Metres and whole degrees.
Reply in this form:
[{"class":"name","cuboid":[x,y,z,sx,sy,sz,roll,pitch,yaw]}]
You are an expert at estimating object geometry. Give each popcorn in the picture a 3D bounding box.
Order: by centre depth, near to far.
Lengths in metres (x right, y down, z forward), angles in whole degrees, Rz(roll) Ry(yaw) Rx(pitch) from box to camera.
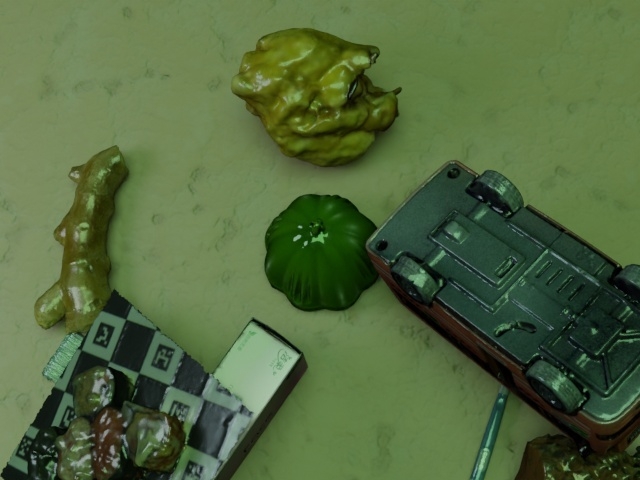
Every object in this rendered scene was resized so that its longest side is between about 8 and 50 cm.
[{"class":"popcorn","cuboid":[-0.006,-0.208,1.663,0.254,0.191,0.190,9,89,-4]}]

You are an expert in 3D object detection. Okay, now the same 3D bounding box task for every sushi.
[{"class":"sushi","cuboid":[-0.293,0.265,1.489,0.339,0.069,0.320,35,92,39]}]

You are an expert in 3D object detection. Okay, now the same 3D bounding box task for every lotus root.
[{"class":"lotus root","cuboid":[0.000,0.000,1.611,0.186,0.186,0.186,-1,74,2]}]

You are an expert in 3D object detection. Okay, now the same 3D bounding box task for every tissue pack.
[{"class":"tissue pack","cuboid":[-0.122,0.240,1.561,0.092,0.148,0.246,33,80,10]}]

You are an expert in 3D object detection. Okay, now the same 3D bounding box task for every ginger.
[{"class":"ginger","cuboid":[-0.342,-0.003,1.680,0.118,0.065,0.298,10,72,-1]}]

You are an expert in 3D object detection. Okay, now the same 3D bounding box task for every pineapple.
[{"class":"pineapple","cuboid":[0.411,0.330,1.519,0.279,0.158,0.157,-2,74,-9]}]

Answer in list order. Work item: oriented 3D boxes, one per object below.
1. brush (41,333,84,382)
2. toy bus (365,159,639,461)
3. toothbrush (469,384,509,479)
[{"class":"brush","cuboid":[-0.300,0.218,1.643,0.218,0.010,0.082,31,77,9]},{"class":"toy bus","cuboid":[0.276,0.095,1.490,0.203,0.233,0.427,-44,56,-10]},{"class":"toothbrush","cuboid":[0.256,0.240,1.607,0.019,0.025,0.275,19,76,6]}]
